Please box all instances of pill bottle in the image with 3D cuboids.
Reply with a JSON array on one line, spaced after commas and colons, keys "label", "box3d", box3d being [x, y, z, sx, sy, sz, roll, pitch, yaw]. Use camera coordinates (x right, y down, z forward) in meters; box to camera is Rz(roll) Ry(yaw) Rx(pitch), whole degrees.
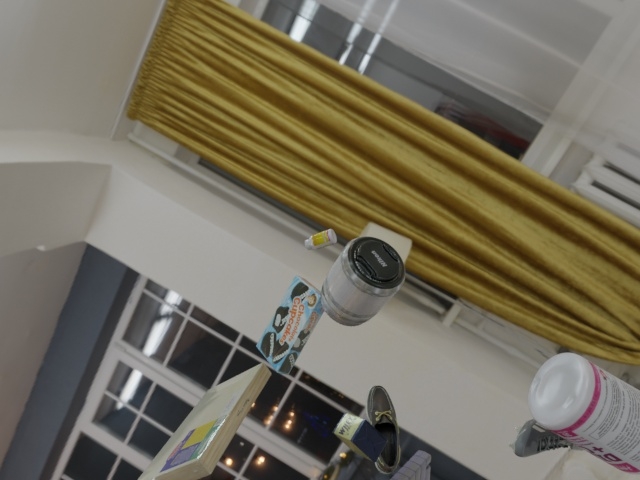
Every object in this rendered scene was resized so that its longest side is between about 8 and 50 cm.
[{"label": "pill bottle", "box3d": [0.000, 0.000, 1.267, 0.083, 0.043, 0.043, -19, 11, 19]}, {"label": "pill bottle", "box3d": [0.585, 0.360, 0.918, 0.160, 0.283, 0.160, -60, 4, 7]}]

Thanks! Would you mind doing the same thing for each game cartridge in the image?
[{"label": "game cartridge", "box3d": [0.260, 0.861, 1.404, 0.230, 0.068, 0.355, -8, -78, -47]}]

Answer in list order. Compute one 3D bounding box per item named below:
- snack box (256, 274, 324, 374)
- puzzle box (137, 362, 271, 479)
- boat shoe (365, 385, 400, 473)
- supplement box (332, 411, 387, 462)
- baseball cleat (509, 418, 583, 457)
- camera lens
[{"label": "snack box", "box3d": [-0.107, 0.312, 1.716, 0.187, 0.060, 0.322, 33, 95, 51]}, {"label": "puzzle box", "box3d": [-0.327, 0.539, 1.336, 0.272, 0.052, 0.409, -31, 9, 25]}, {"label": "boat shoe", "box3d": [0.174, 0.502, 1.241, 0.069, 0.081, 0.228, 100, 166, -58]}, {"label": "supplement box", "box3d": [0.089, 0.444, 1.037, 0.056, 0.083, 0.083, -50, 18, -26]}, {"label": "baseball cleat", "box3d": [0.517, 0.437, 1.021, 0.205, 0.109, 0.072, -10, -76, -38]}, {"label": "camera lens", "box3d": [0.136, 0.137, 1.527, 0.219, 0.219, 0.274, -56, -2, -43]}]
